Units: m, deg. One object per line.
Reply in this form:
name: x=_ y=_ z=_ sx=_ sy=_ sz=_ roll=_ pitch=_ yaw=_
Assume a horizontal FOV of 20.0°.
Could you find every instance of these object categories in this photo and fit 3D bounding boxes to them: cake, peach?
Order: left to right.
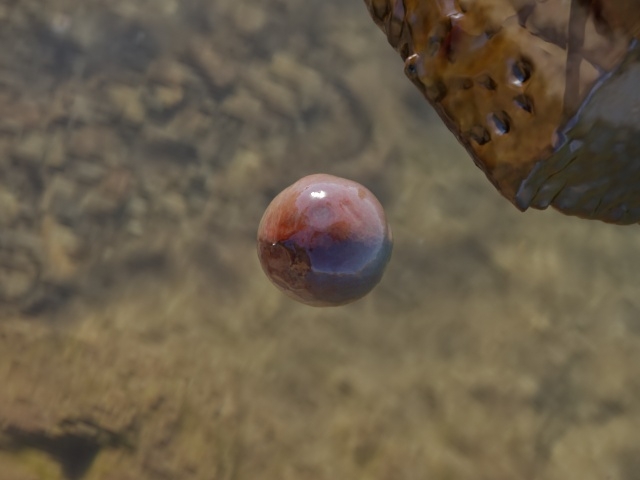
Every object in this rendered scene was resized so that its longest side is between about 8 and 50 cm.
peach: x=0.002 y=0.000 z=1.077 sx=0.083 sy=0.083 sz=0.083 roll=8 pitch=58 yaw=-13
cake: x=0.171 y=-0.164 z=0.785 sx=0.196 sy=0.293 sz=0.199 roll=8 pitch=41 yaw=-37
